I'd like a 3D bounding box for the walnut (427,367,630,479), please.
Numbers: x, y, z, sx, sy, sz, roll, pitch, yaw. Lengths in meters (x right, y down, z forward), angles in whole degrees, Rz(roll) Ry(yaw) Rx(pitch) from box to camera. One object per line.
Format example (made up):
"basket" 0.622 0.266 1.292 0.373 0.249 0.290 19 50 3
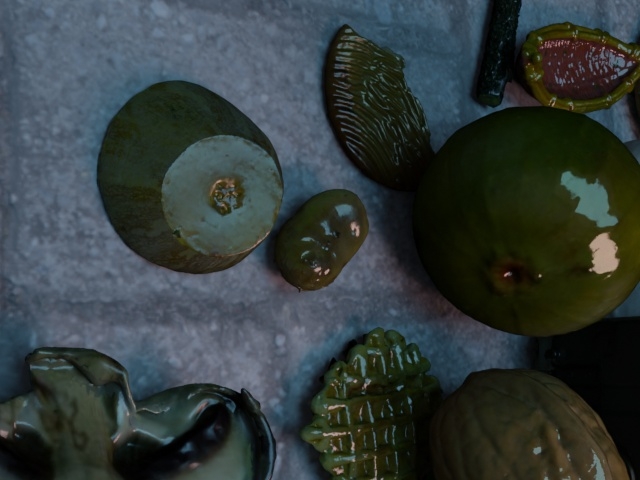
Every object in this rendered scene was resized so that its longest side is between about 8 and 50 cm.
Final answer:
"walnut" 0.243 0.271 1.156 0.225 0.225 0.260 -14 67 -38

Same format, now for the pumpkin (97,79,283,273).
"pumpkin" -0.118 -0.068 1.049 0.218 0.110 0.217 1 89 -39

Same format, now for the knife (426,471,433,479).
"knife" 0.154 0.302 1.249 0.166 0.023 0.078 -50 124 -31

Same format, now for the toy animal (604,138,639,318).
"toy animal" 0.489 -0.018 1.437 0.272 0.206 0.264 2 86 -35

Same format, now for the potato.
"potato" 0.000 0.000 1.145 0.091 0.070 0.138 53 55 -17

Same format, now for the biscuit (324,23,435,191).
"biscuit" 0.088 -0.161 1.259 0.229 0.031 0.176 35 66 -28

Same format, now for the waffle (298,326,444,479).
"waffle" 0.075 0.218 1.181 0.208 0.054 0.214 48 55 -20

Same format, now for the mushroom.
"mushroom" -0.217 0.221 0.924 0.344 0.130 0.247 -7 72 -39

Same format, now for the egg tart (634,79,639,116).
"egg tart" 0.654 -0.240 1.645 0.315 0.120 0.314 5 82 -37

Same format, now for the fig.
"fig" 0.270 -0.040 1.233 0.316 0.316 0.316 6 80 -37

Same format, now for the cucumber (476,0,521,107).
"cucumber" 0.264 -0.311 1.406 0.043 0.044 0.256 30 65 -42

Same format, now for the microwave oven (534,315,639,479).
"microwave oven" 0.443 0.304 1.283 0.247 0.333 0.394 12 77 -31

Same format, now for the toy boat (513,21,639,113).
"toy boat" 0.381 -0.258 1.457 0.318 0.099 0.140 -9 92 -40
